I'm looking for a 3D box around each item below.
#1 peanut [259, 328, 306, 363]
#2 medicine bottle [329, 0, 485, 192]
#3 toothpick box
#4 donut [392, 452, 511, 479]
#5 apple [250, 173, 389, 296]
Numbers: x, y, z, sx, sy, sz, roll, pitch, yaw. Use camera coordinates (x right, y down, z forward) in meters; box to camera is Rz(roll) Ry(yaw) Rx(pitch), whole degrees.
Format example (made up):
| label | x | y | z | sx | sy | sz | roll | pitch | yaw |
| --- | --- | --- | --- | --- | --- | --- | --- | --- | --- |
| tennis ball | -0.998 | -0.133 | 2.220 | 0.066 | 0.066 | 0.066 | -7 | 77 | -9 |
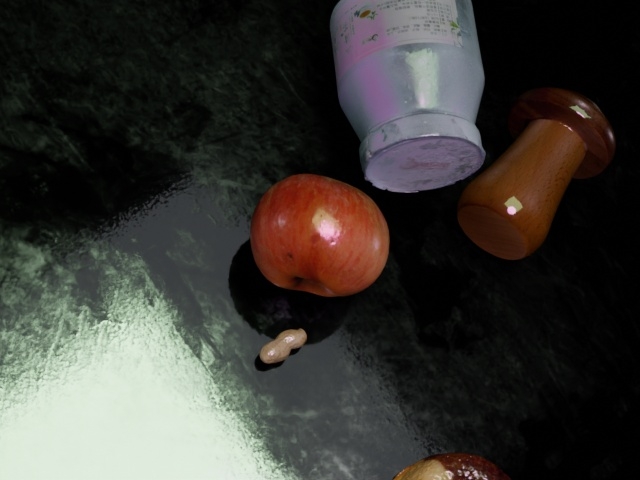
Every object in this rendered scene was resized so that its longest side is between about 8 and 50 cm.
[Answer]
| label | x | y | z | sx | sy | sz | roll | pitch | yaw |
| --- | --- | --- | --- | --- | --- | --- | --- | --- | --- |
| peanut | -0.056 | 0.156 | 1.568 | 0.083 | 0.037 | 0.037 | -33 | 78 | -24 |
| medicine bottle | 0.149 | -0.247 | 1.700 | 0.245 | 0.245 | 0.290 | 0 | 66 | -16 |
| toothpick box | 0.356 | -0.118 | 1.736 | 0.192 | 0.192 | 0.294 | 37 | 68 | 3 |
| donut | 0.183 | 0.374 | 1.508 | 0.217 | 0.085 | 0.141 | -25 | 75 | -23 |
| apple | 0.000 | 0.000 | 1.570 | 0.209 | 0.209 | 0.164 | 14 | 67 | -9 |
